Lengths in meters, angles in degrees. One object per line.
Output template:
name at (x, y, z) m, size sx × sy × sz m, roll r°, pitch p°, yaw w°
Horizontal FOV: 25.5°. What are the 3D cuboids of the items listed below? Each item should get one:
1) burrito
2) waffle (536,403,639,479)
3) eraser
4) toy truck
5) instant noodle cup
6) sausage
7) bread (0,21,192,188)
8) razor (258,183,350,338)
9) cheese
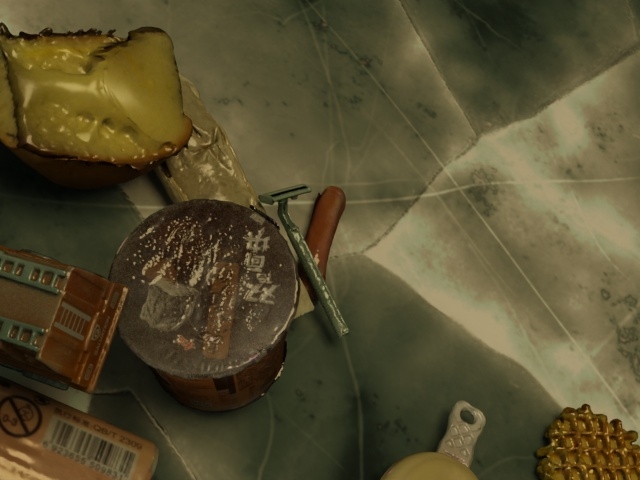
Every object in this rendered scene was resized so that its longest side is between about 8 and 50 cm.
burrito at (-0.140, -0.057, 1.844) m, size 0.117 × 0.076 × 0.392 m, roll -18°, pitch 72°, yaw -35°
waffle at (0.375, 0.314, 1.925) m, size 0.191 × 0.038 × 0.191 m, roll 14°, pitch 56°, yaw -22°
eraser at (-0.334, 0.236, 1.557) m, size 0.291 × 0.087 × 0.171 m, roll 26°, pitch 50°, yaw -14°
toy truck at (-0.378, 0.055, 1.512) m, size 0.305 × 0.162 × 0.136 m, roll 15°, pitch 79°, yaw 18°
instant noodle cup at (-0.127, 0.089, 1.647) m, size 0.218 × 0.207 × 0.217 m, roll 0°, pitch 65°, yaw 0°
sausage at (0.001, 0.000, 1.911) m, size 0.040 × 0.047 × 0.176 m, roll -2°, pitch 51°, yaw 21°
bread at (-0.297, -0.156, 1.763) m, size 0.262 × 0.162 × 0.204 m, roll -2°, pitch 64°, yaw -35°
razor at (-0.013, 0.030, 1.847) m, size 0.084 × 0.036 × 0.211 m, roll -17°, pitch 84°, yaw -49°
cheese at (0.168, 0.322, 1.787) m, size 0.163 × 0.071 × 0.249 m, roll 48°, pitch 50°, yaw 5°
